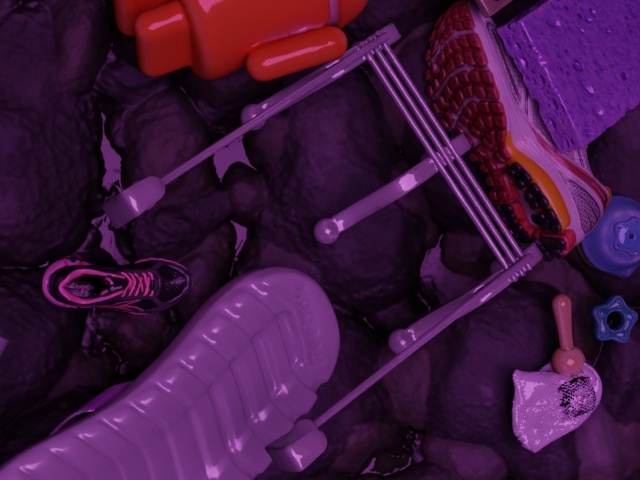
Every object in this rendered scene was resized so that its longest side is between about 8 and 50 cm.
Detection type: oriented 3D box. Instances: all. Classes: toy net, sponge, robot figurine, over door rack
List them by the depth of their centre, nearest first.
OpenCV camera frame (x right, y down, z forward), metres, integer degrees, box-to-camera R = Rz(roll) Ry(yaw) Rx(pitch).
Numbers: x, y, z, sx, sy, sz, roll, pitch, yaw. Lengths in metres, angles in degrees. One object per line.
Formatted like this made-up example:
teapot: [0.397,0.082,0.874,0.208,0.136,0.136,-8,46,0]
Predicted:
over door rack: [0.000,0.000,1.360,0.324,0.108,0.239,-37,94,-38]
robot figurine: [-0.052,-0.206,1.372,0.219,0.158,0.128,-23,118,-13]
sponge: [0.243,-0.172,1.459,0.210,0.031,0.117,-36,102,-35]
toy net: [0.237,0.080,1.496,0.122,0.045,0.232,31,85,-15]

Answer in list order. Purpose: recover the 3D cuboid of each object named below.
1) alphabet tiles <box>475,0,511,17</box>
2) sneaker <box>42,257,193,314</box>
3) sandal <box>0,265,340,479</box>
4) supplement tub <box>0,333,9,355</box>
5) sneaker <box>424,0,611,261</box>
alphabet tiles: [0.100,-0.362,1.414,0.285,0.011,0.342,-38,101,-33]
sneaker: [-0.157,0.036,1.386,0.119,0.057,0.047,-2,90,-16]
sandal: [-0.150,0.179,1.375,0.416,0.102,0.169,-39,115,-23]
supplement tub: [-0.391,0.162,1.233,0.241,0.241,0.331,32,84,-13]
sneaker: [0.163,-0.098,1.462,0.093,0.088,0.225,-32,99,-32]
